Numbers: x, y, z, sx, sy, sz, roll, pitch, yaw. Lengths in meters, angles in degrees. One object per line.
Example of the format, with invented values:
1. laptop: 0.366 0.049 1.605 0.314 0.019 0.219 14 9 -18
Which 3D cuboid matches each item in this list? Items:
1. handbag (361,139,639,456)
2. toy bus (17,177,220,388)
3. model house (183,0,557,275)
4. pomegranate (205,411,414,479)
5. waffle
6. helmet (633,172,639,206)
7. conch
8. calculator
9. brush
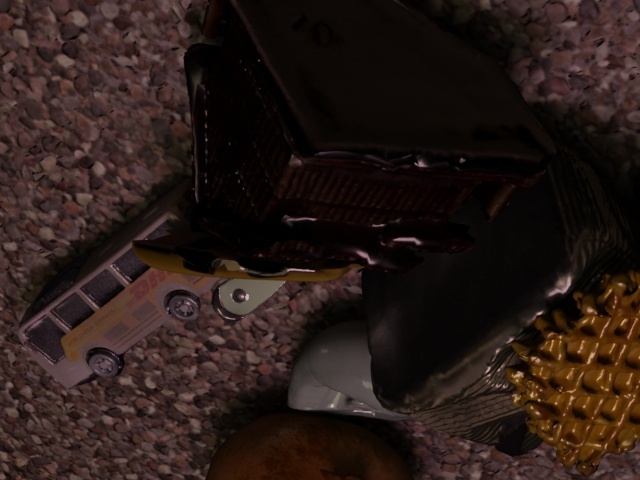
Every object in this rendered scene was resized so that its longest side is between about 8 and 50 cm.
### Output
1. handbag: 0.225 0.074 1.281 0.240 0.247 0.340 25 131 -30
2. toy bus: -0.237 0.062 1.460 0.342 0.097 0.138 -34 113 32
3. model house: 0.023 -0.097 1.205 0.317 0.297 0.282 1 144 -16
4. pomegranate: -0.014 0.367 1.534 0.319 0.319 0.319 6 129 8
5. waffle: 0.297 0.123 1.147 0.228 0.051 0.231 -30 127 12
6. helmet: 0.376 -0.038 1.271 0.065 0.049 0.084 -32 116 33
7. conch: 0.057 0.173 1.464 0.221 0.121 0.185 -13 129 48
8. calculator: -0.072 0.019 1.254 0.236 0.157 0.033 5 97 13
9. brush: 0.000 0.000 1.353 0.297 0.060 0.068 -32 99 15
